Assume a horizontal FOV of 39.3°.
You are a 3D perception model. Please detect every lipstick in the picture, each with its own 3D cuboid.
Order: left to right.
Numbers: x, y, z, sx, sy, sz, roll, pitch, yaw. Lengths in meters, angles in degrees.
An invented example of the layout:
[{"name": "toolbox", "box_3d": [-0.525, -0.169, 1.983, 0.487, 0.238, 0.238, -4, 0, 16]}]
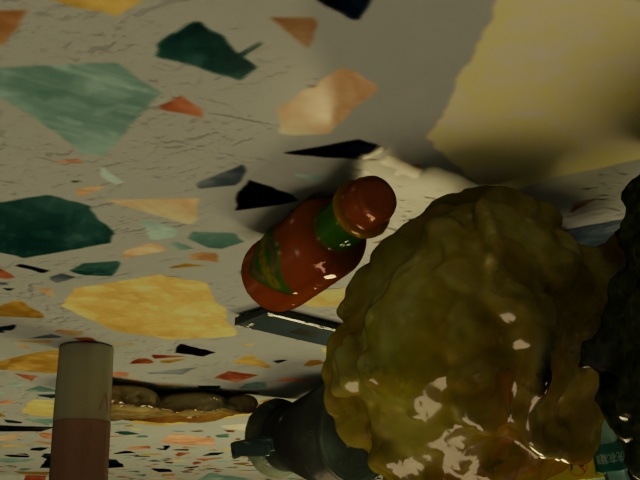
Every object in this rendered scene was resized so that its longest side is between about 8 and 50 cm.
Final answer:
[{"name": "lipstick", "box_3d": [-0.293, 0.255, 1.093, 0.070, 0.255, 0.070, -2, 160, -1]}]

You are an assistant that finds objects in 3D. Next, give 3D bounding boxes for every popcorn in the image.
[{"name": "popcorn", "box_3d": [0.133, 0.084, 0.653, 0.266, 0.233, 0.192, -24, -161, -6]}]

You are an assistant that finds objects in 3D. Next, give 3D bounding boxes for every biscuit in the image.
[{"name": "biscuit", "box_3d": [-0.259, 0.262, 1.424, 0.299, 0.045, 0.154, 11, 156, -34]}]

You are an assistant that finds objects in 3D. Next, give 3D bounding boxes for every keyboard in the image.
[{"name": "keyboard", "box_3d": [-0.017, 0.103, 1.046, 0.055, 0.014, 0.176, -20, 153, 40]}]

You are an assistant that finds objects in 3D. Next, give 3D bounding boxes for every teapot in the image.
[{"name": "teapot", "box_3d": [-0.022, 0.310, 1.402, 0.203, 0.171, 0.225, -3, 170, -37]}]

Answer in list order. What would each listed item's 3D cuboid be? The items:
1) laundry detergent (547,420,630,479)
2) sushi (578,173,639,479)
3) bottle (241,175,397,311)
[{"name": "laundry detergent", "box_3d": [0.374, 0.252, 1.089, 0.287, 0.287, 0.305, 10, 158, -29]}, {"name": "sushi", "box_3d": [0.345, 0.052, 0.525, 0.351, 0.294, 0.178, 4, 162, -9]}, {"name": "bottle", "box_3d": [0.000, 0.000, 0.689, 0.069, 0.069, 0.187, 8, 156, -24]}]
